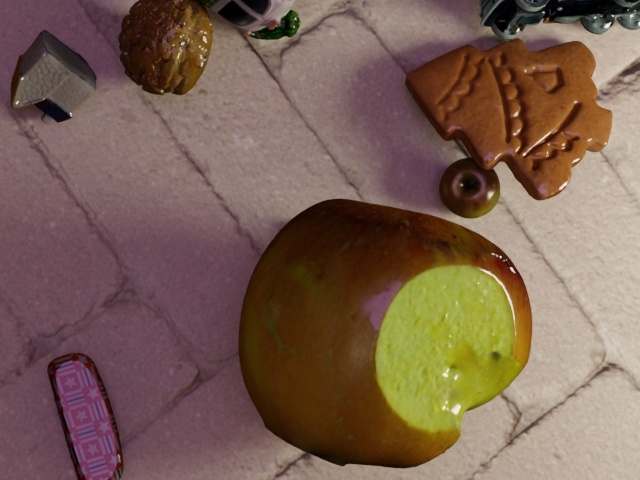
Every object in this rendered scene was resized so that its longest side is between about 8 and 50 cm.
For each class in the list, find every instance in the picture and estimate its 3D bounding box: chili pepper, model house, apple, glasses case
[{"bbox_3d":[-0.112,-0.352,1.900,0.182,0.050,0.073,42,88,3],"label":"chili pepper"},{"bbox_3d":[-0.387,-0.224,1.848,0.100,0.088,0.100,-44,123,14],"label":"model house"},{"bbox_3d":[0.082,0.131,1.710,0.383,0.374,0.374,18,82,3],"label":"apple"},{"bbox_3d":[-0.324,0.251,1.808,0.073,0.049,0.195,-16,85,-9],"label":"glasses case"},{"bbox_3d":[0.216,-0.076,1.886,0.089,0.074,0.090,0,83,-3],"label":"apple"}]

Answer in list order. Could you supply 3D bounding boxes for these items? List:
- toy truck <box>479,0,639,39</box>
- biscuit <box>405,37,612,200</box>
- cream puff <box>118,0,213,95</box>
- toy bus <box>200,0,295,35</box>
[{"bbox_3d":[0.360,-0.406,1.898,0.338,0.133,0.185,-5,79,-11],"label":"toy truck"},{"bbox_3d":[0.272,-0.198,1.885,0.306,0.043,0.284,14,62,2],"label":"biscuit"},{"bbox_3d":[-0.224,-0.279,1.822,0.115,0.165,0.150,5,50,-30],"label":"cream puff"},{"bbox_3d":[-0.069,-0.443,1.820,0.179,0.143,0.305,41,52,-16],"label":"toy bus"}]
